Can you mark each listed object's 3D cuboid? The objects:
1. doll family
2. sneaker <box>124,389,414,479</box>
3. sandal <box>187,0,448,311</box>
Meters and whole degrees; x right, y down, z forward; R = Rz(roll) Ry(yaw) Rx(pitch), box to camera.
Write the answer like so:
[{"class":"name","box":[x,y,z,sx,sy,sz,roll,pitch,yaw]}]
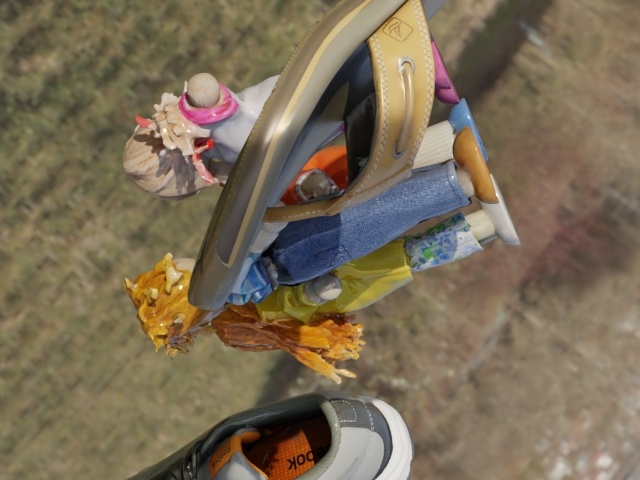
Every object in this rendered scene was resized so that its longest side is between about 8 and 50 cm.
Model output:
[{"class":"doll family","box":[0.000,0.000,0.680,0.163,0.118,0.263,-21,169,8]},{"class":"sneaker","box":[-0.076,0.169,1.019,0.271,0.100,0.108,-28,151,12]},{"class":"sandal","box":[0.018,-0.047,0.488,0.180,0.049,0.072,-52,173,-28]}]
